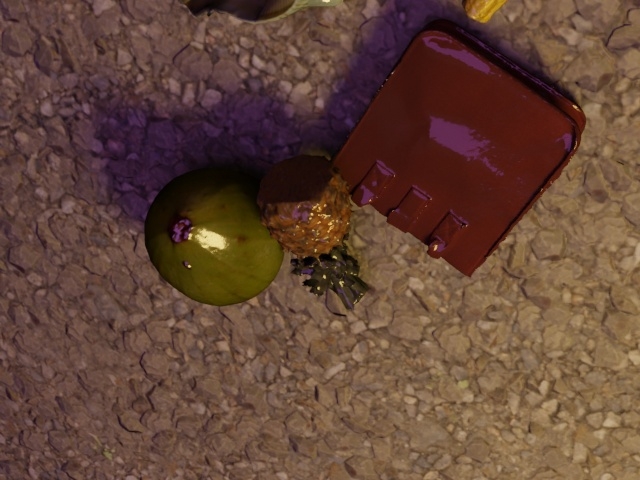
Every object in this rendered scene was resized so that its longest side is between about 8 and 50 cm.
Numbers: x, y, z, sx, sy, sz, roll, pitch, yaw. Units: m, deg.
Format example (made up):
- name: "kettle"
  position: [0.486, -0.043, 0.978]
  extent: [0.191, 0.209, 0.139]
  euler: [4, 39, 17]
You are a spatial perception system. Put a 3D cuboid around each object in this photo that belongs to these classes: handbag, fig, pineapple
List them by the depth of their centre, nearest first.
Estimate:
- name: "handbag"
  position: [0.172, -0.118, 1.226]
  extent: [0.260, 0.084, 0.275]
  euler: [33, 122, 1]
- name: "pineapple"
  position: [0.001, -0.001, 1.278]
  extent: [0.128, 0.128, 0.248]
  euler: [-2, 140, 17]
- name: "fig"
  position: [-0.157, -0.003, 1.304]
  extent: [0.203, 0.225, 0.202]
  euler: [1, 93, 17]

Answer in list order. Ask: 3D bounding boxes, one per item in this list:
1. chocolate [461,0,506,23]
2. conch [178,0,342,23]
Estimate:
- name: "chocolate"
  position: [0.249, -0.345, 1.099]
  extent: [0.086, 0.085, 0.219]
  euler: [37, 122, -4]
- name: "conch"
  position: [-0.039, -0.369, 1.134]
  extent: [0.203, 0.170, 0.386]
  euler: [66, 152, 6]
